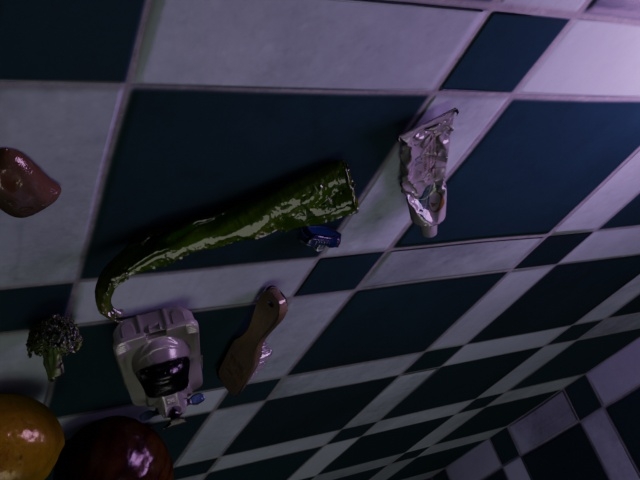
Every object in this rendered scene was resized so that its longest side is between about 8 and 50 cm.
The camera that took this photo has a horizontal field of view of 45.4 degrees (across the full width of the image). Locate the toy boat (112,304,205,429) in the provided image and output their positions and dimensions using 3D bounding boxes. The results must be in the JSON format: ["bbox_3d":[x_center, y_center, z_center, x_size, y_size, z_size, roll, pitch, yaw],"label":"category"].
[{"bbox_3d":[-0.249,0.214,1.230,0.140,0.141,0.269,-14,138,-14],"label":"toy boat"}]

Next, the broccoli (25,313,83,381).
[{"bbox_3d":[-0.364,0.147,1.059,0.097,0.092,0.095,-16,173,12],"label":"broccoli"}]

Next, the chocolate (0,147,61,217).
[{"bbox_3d":[-0.316,-0.055,0.794,0.064,0.031,0.101,-25,152,-2],"label":"chocolate"}]

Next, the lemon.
[{"bbox_3d":[-0.514,0.325,1.200,0.207,0.170,0.170,4,144,-35],"label":"lemon"}]

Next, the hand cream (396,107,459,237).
[{"bbox_3d":[0.148,-0.086,1.052,0.084,0.050,0.257,-22,147,-3],"label":"hand cream"}]

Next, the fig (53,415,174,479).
[{"bbox_3d":[-0.396,0.442,1.479,0.235,0.215,0.235,7,153,3],"label":"fig"}]

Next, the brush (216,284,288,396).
[{"bbox_3d":[-0.108,0.173,1.335,0.065,0.070,0.327,-25,158,-35],"label":"brush"}]

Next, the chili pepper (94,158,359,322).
[{"bbox_3d":[-0.120,-0.006,0.975,0.359,0.076,0.085,-23,126,-4],"label":"chili pepper"}]

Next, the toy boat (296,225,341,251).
[{"bbox_3d":[0.000,0.000,1.113,0.083,0.038,0.038,6,143,-43],"label":"toy boat"}]
